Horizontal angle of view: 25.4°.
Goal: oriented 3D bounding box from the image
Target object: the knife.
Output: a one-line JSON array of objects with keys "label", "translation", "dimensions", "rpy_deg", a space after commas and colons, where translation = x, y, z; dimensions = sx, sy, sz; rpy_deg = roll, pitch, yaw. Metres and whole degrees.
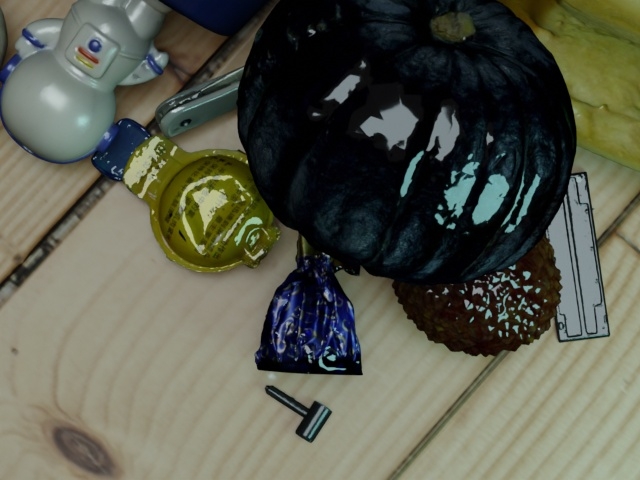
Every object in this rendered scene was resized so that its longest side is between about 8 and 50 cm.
[{"label": "knife", "translation": [-0.074, -0.198, 1.693], "dimensions": [0.265, 0.073, 0.040], "rpy_deg": [-26, 77, -8]}]

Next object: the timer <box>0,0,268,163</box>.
[{"label": "timer", "translation": [-0.235, -0.259, 1.643], "dimensions": [0.270, 0.270, 0.383], "rpy_deg": [39, 100, 3]}]

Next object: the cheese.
[{"label": "cheese", "translation": [-0.158, -0.058, 1.693], "dimensions": [0.250, 0.064, 0.156], "rpy_deg": [36, 83, 11]}]

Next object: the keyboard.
[{"label": "keyboard", "translation": [0.306, 0.019, 1.716], "dimensions": [0.067, 0.011, 0.202], "rpy_deg": [-7, 85, 0]}]

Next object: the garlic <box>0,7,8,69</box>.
[{"label": "garlic", "translation": [-0.463, -0.261, 1.644], "dimensions": [0.184, 0.203, 0.281], "rpy_deg": [-17, 81, -21]}]

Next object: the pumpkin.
[{"label": "pumpkin", "translation": [0.086, -0.124, 1.474], "dimensions": [0.363, 0.363, 0.266], "rpy_deg": [33, 124, 2]}]

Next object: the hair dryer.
[{"label": "hair dryer", "translation": [-0.032, 0.199, 1.689], "dimensions": [0.083, 0.026, 0.047], "rpy_deg": [33, 84, 6]}]

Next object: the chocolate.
[{"label": "chocolate", "translation": [0.003, -0.004, 1.663], "dimensions": [0.126, 0.148, 0.343], "rpy_deg": [-5, 72, 38]}]

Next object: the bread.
[{"label": "bread", "translation": [0.367, -0.265, 1.585], "dimensions": [0.394, 0.361, 0.250], "rpy_deg": [25, 61, 4]}]

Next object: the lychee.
[{"label": "lychee", "translation": [0.185, 0.050, 1.637], "dimensions": [0.188, 0.188, 0.188], "rpy_deg": [0, 85, -1]}]
